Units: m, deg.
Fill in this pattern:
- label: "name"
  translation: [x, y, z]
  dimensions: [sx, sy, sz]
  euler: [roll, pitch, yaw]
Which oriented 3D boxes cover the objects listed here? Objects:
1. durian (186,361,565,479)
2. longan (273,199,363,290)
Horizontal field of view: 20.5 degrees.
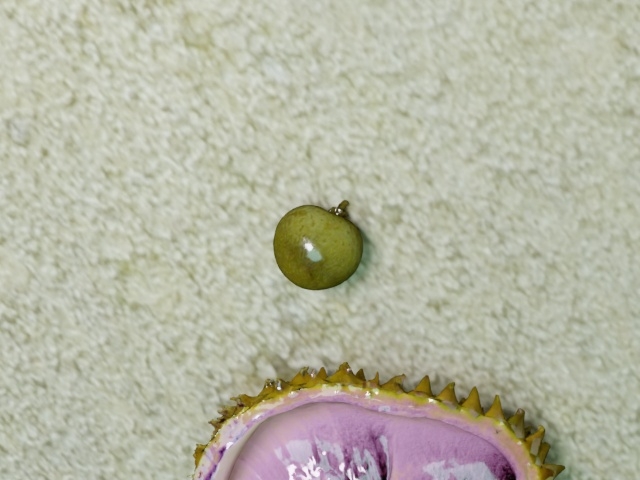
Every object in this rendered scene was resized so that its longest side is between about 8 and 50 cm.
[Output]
- label: "durian"
  translation: [0.036, 0.185, 1.498]
  dimensions: [0.341, 0.112, 0.191]
  euler: [-7, 102, -2]
- label: "longan"
  translation: [0.000, 0.000, 1.451]
  dimensions: [0.075, 0.075, 0.083]
  euler: [29, 69, -7]
